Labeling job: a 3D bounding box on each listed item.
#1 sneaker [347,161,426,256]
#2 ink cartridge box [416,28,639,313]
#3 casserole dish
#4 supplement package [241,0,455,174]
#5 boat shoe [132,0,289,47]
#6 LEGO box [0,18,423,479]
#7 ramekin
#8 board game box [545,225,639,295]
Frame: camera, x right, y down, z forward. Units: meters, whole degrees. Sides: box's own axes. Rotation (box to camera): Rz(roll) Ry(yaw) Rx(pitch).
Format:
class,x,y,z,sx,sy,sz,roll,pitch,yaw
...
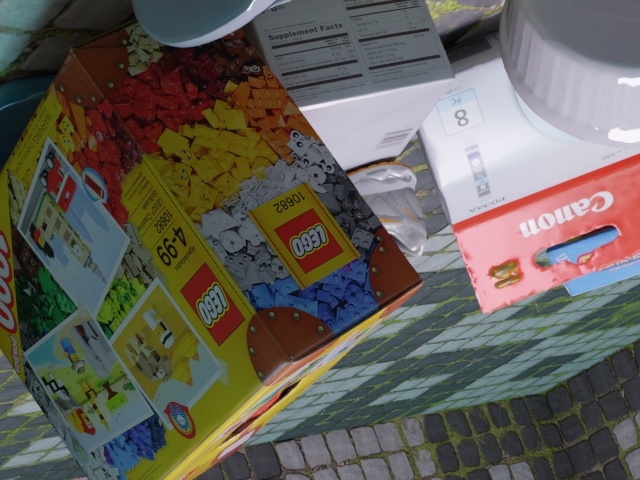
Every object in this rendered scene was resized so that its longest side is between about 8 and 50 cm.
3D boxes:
class,x,y,z,sx,sy,sz,roll,pitch,yaw
sneaker,0.000,0.000,1.859,0.262,0.121,0.099,-17,163,-6
ink cartridge box,0.300,-0.096,2.059,0.308,0.385,0.091,-21,-153,1
casserole dish,-0.316,-0.128,1.744,0.114,0.037,0.188,-12,161,-28
supplement package,-0.004,-0.165,1.799,0.204,0.145,0.262,-13,163,-22
boat shoe,-0.006,-0.298,1.455,0.367,0.136,0.156,-41,158,27
LEGO box,-0.168,0.036,1.736,0.193,0.372,0.500,-30,170,-36
ramekin,0.329,-0.250,1.727,0.277,0.277,0.135,-20,156,-3
board game box,0.488,-0.087,2.322,0.308,0.086,0.302,-21,-151,26
